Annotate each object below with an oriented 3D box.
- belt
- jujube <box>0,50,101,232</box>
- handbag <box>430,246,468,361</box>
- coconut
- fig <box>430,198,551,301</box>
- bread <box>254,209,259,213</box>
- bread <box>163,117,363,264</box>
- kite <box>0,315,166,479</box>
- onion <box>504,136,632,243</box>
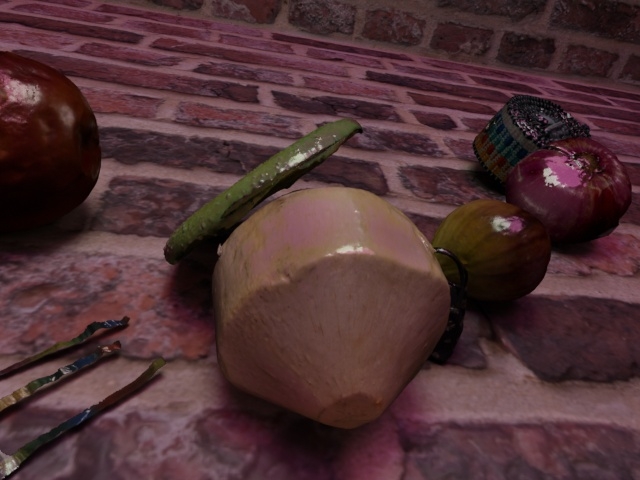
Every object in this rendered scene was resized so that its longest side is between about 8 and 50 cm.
[{"bbox_3d":[0.482,-0.216,1.034,0.207,0.161,0.295,46,44,14],"label":"belt"},{"bbox_3d":[-0.450,-0.117,0.561,0.317,0.223,0.223,-5,36,-7],"label":"jujube"},{"bbox_3d":[0.124,0.064,0.531,0.115,0.139,0.072,24,43,16],"label":"handbag"},{"bbox_3d":[0.004,0.061,0.435,0.197,0.237,0.237,34,20,-34],"label":"coconut"},{"bbox_3d":[0.199,0.010,0.638,0.230,0.143,0.160,6,2,4],"label":"fig"},{"bbox_3d":[0.000,0.001,0.649,0.119,0.067,0.192,-29,49,-34],"label":"bread"},{"bbox_3d":[-0.078,-0.065,0.565,0.045,0.301,0.301,54,37,-8],"label":"bread"},{"bbox_3d":[-0.285,0.163,0.372,0.309,0.015,0.169,-22,46,-37],"label":"kite"},{"bbox_3d":[0.462,-0.081,0.826,0.207,0.201,0.201,5,32,-32],"label":"onion"}]
